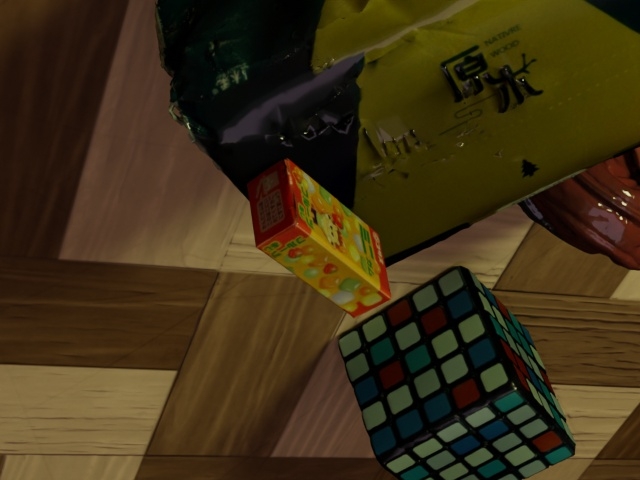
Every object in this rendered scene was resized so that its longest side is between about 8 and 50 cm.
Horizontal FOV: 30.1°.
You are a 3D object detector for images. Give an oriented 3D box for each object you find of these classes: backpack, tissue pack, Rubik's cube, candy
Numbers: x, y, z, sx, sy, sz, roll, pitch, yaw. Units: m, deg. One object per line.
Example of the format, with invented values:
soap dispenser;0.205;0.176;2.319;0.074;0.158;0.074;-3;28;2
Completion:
backpack;0.259;-0.066;1.107;0.229;0.229;0.139;25;120;-37
tissue pack;0.105;-0.178;0.913;0.417;0.253;0.264;-25;138;12
Rubik's cube;0.153;0.172;1.352;0.184;0.182;0.187;-30;137;14
candy;0.000;0.000;0.844;0.038;0.062;0.122;-29;138;22
